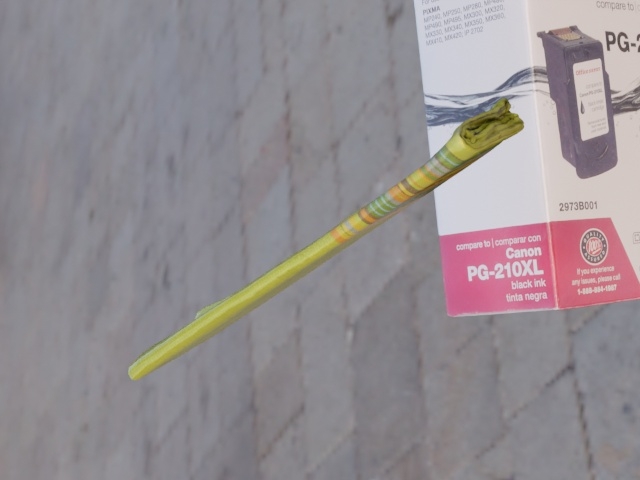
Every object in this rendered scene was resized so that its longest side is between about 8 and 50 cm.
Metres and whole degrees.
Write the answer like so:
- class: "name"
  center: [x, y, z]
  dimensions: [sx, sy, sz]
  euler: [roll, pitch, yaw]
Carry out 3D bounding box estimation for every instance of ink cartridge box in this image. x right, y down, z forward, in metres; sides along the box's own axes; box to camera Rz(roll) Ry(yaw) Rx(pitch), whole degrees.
- class: "ink cartridge box"
  center: [0.161, -0.076, 0.974]
  dimensions: [0.100, 0.172, 0.237]
  euler: [-7, 88, 48]

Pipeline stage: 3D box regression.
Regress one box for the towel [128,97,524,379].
- class: "towel"
  center: [0.000, 0.000, 0.799]
  dimensions: [0.237, 0.102, 0.021]
  euler: [-34, 86, 25]
